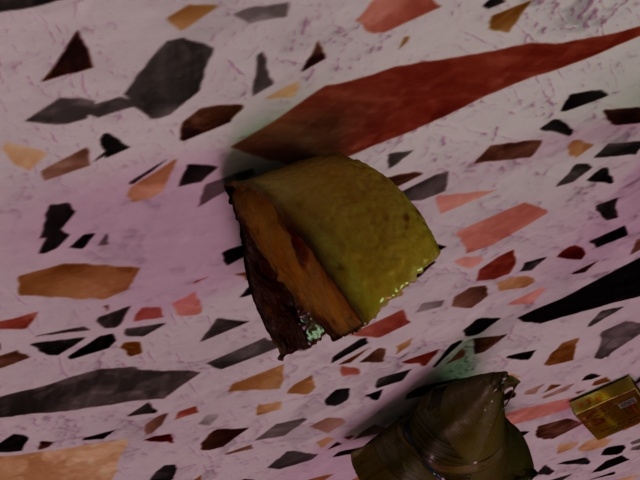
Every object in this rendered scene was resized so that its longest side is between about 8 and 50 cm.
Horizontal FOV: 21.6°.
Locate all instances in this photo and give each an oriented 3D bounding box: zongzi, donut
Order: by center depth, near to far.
[{"bbox_3d":[0.000,0.000,1.350,0.112,0.151,0.295,-28,178,-18],"label":"donut"},{"bbox_3d":[0.206,0.217,1.947,0.260,0.123,0.289,0,145,-44],"label":"zongzi"}]

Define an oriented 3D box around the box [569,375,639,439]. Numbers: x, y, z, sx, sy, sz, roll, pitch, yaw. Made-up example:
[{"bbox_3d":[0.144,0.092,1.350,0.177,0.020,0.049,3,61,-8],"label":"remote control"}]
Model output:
[{"bbox_3d":[0.381,0.220,2.182,0.089,0.022,0.156,-27,154,12],"label":"box"}]
